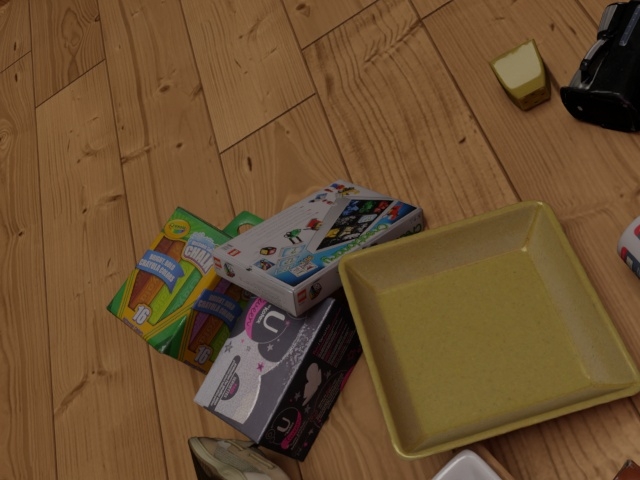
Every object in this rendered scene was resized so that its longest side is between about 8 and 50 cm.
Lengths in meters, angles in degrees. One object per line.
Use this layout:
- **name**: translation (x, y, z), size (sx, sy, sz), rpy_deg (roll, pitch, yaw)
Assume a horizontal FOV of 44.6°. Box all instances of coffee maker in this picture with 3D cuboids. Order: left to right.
- **coffee maker**: translation (0.486, -0.265, 1.206), size (0.171, 0.120, 0.178), rpy_deg (28, 81, 16)

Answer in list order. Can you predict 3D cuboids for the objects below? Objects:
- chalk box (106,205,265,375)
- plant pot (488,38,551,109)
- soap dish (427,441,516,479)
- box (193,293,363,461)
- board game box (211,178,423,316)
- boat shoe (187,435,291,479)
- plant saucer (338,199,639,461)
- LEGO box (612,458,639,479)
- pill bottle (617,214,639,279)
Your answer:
- **chalk box**: translation (-0.198, 0.069, 1.395), size (0.180, 0.179, 0.289), rpy_deg (27, 81, 39)
- **plant pot**: translation (0.342, -0.269, 1.310), size (0.081, 0.081, 0.083), rpy_deg (-25, 64, 18)
- **soap dish**: translation (0.177, 0.435, 0.992), size (0.291, 0.118, 0.229), rpy_deg (-47, 50, 2)
- **box**: translation (-0.060, 0.197, 1.259), size (0.163, 0.142, 0.247), rpy_deg (21, 77, 38)
- **board game box**: translation (0.000, 0.000, 1.282), size (0.193, 0.053, 0.305), rpy_deg (24, 42, 39)
- **boat shoe**: translation (-0.128, 0.359, 1.202), size (0.302, 0.098, 0.109), rpy_deg (-5, 101, 67)
- **plant saucer**: translation (0.225, 0.127, 1.112), size (0.333, 0.081, 0.333), rpy_deg (-17, 54, 1)
- **LEGO box**: translation (0.428, 0.462, 0.653), size (0.193, 0.372, 0.500), rpy_deg (-47, 50, 1)
- **pill bottle**: translation (0.486, 0.046, 1.021), size (0.108, 0.108, 0.180), rpy_deg (-36, 51, 10)
